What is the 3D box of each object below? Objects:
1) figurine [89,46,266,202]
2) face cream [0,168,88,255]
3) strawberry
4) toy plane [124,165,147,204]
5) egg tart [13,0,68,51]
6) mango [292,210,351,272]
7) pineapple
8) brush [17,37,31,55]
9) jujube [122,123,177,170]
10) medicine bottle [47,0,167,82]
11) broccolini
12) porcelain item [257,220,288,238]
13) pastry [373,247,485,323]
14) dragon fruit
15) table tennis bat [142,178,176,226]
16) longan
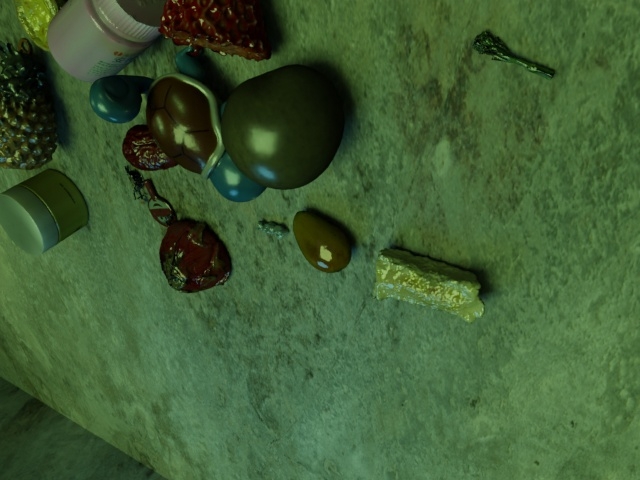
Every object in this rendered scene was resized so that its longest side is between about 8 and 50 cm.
[{"bbox_3d":[-0.274,-0.266,1.381,0.416,0.243,0.298,32,130,-14],"label":"figurine"},{"bbox_3d":[-0.872,-0.090,1.977,0.218,0.179,0.218,21,132,25],"label":"face cream"},{"bbox_3d":[-0.191,-0.442,1.214,0.234,0.234,0.177,16,100,28],"label":"strawberry"},{"bbox_3d":[-0.513,-0.152,1.760,0.049,0.031,0.120,6,122,42],"label":"toy plane"},{"bbox_3d":[-0.674,-0.557,1.546,0.191,0.074,0.191,21,133,25],"label":"egg tart"},{"bbox_3d":[0.000,0.005,1.436,0.163,0.089,0.111,35,126,26],"label":"mango"},{"bbox_3d":[-0.826,-0.383,1.719,0.223,0.223,0.357,30,125,17],"label":"pineapple"},{"bbox_3d":[-0.871,-0.468,1.814,0.090,0.017,0.314,44,137,-2],"label":"brush"},{"bbox_3d":[-0.411,-0.230,1.562,0.176,0.109,0.112,8,130,29],"label":"jujube"},{"bbox_3d":[-0.448,-0.474,1.357,0.291,0.178,0.178,-18,109,43],"label":"medicine bottle"},{"bbox_3d":[0.311,-0.297,1.011,0.140,0.030,0.035,27,98,13],"label":"broccolini"},{"bbox_3d":[-0.116,-0.028,1.544,0.083,0.028,0.036,18,147,26],"label":"porcelain item"},{"bbox_3d":[0.226,0.090,1.318,0.259,0.089,0.121,11,131,31],"label":"pastry"},{"bbox_3d":[-0.372,0.066,1.723,0.219,0.148,0.223,19,132,23],"label":"dragon fruit"},{"bbox_3d":[-0.454,-0.102,1.763,0.098,0.019,0.154,2,125,36],"label":"table tennis bat"},{"bbox_3d":[-0.072,-0.223,1.223,0.248,0.248,0.248,21,132,25],"label":"longan"}]
